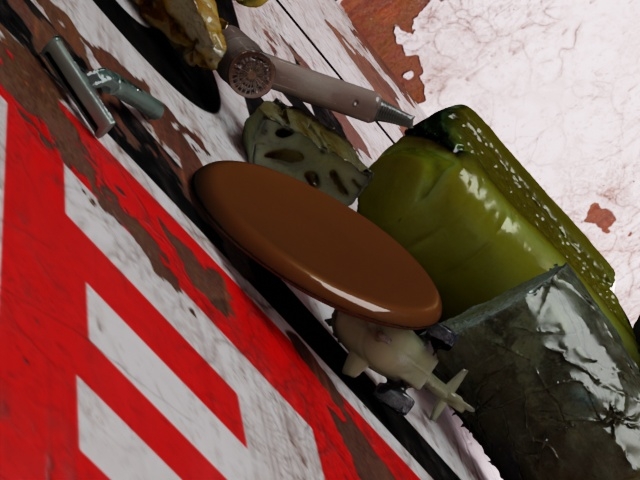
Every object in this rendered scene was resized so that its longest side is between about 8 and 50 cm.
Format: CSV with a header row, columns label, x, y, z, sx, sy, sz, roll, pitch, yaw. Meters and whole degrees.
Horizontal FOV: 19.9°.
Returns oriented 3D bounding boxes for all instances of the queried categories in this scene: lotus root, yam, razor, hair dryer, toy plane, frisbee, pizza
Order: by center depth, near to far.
label,x,y,z,sx,sy,sz,roll,pitch,yaw
razor,-0.161,-0.120,1.487,0.084,0.036,0.211,57,11,7
frisbee,0.000,0.000,1.594,0.251,0.021,0.251,29,17,-10
toy plane,0.079,0.113,1.699,0.108,0.092,0.286,29,-5,38
pizza,-0.152,-0.247,1.888,0.154,0.069,0.194,37,26,-60
yam,0.239,0.177,1.894,0.271,0.202,0.201,58,10,2
lotus root,-0.025,-0.092,1.927,0.143,0.070,0.144,30,14,-14
hair dryer,-0.009,-0.173,1.970,0.220,0.053,0.195,14,11,-15

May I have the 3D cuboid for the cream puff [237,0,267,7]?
label,x,y,z,sx,sy,sz,roll,pitch,yaw
cream puff,-0.093,-0.496,2.445,0.323,0.274,0.270,54,19,-17

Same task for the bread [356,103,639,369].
label,x,y,z,sx,sy,sz,roll,pitch,yaw
bread,0.193,0.026,2.134,0.376,0.208,0.251,50,17,-20

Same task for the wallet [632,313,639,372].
label,x,y,z,sx,sy,sz,roll,pitch,yaw
wallet,0.385,0.186,2.052,0.041,0.323,0.247,23,-27,-11
